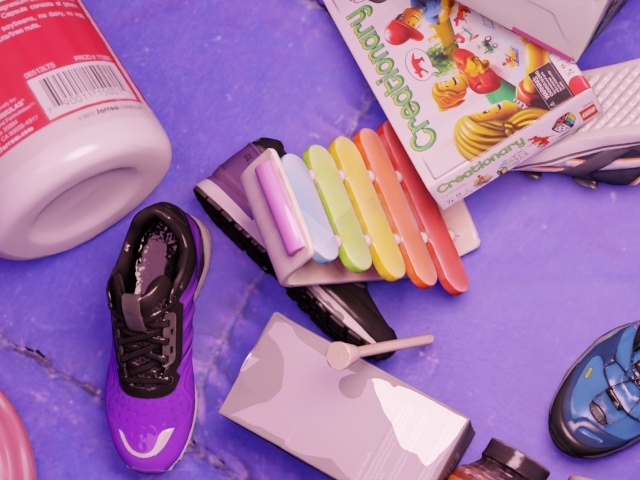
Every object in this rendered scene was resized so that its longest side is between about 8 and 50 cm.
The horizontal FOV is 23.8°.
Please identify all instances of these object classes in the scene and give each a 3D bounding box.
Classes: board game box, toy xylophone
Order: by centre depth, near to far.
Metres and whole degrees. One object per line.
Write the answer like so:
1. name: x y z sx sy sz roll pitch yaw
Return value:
1. toy xylophone: 0.049 0.001 1.554 0.081 0.322 0.236 -32 81 34
2. board game box: 0.250 -0.340 1.605 0.224 0.097 0.303 32 49 13
3. board game box: 0.144 -0.199 1.618 0.193 0.053 0.305 -32 53 8

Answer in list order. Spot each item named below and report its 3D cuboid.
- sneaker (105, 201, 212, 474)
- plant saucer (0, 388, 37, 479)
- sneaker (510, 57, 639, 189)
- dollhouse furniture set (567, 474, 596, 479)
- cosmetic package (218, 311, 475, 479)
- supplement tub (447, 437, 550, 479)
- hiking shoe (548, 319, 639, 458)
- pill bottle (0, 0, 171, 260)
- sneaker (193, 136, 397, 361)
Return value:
1. sneaker: -0.186 0.096 1.608 0.102 0.146 0.293 2 77 8
2. plant saucer: -0.475 0.272 1.637 0.332 0.084 0.332 -2 77 8
3. sneaker: 0.268 -0.119 1.624 0.321 0.127 0.126 1 70 32
4. dollhouse furniture set: 0.327 0.358 1.476 0.242 0.161 0.212 13 79 10
5. cosmetic package: 0.028 0.187 1.586 0.238 0.107 0.127 29 82 15
6. supplement tub: 0.154 0.301 1.540 0.106 0.106 0.198 31 82 13
7. hiking shoe: 0.356 0.109 1.545 0.304 0.132 0.113 -37 75 -2
8. pill bottle: -0.354 -0.200 1.656 0.229 0.229 0.408 -33 75 -1
9. sneaker: 0.000 0.000 1.633 0.124 0.107 0.283 -42 77 -11
